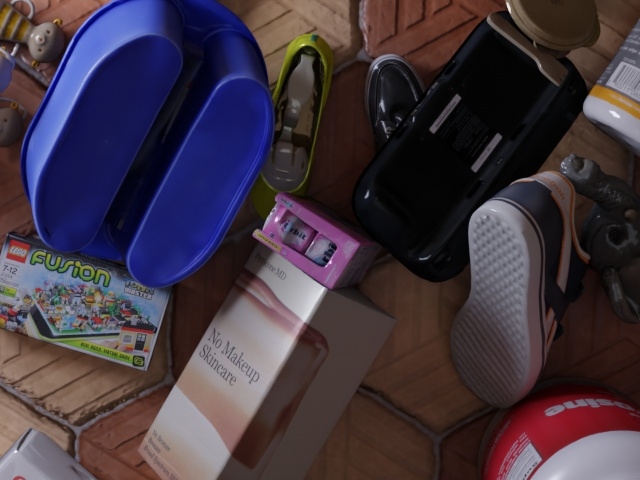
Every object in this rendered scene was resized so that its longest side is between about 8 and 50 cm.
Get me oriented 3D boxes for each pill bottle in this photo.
[{"bbox_3d":[0.310,0.299,1.499,0.229,0.407,0.229,0,97,-2],"label":"pill bottle"},{"bbox_3d":[0.440,-0.221,1.567,0.162,0.162,0.278,33,94,-5],"label":"pill bottle"}]

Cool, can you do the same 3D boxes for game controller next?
[{"bbox_3d":[0.175,-0.111,1.584,0.166,0.067,0.319,40,79,-10],"label":"game controller"}]

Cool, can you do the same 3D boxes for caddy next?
[{"bbox_3d":[-0.197,-0.116,1.553,0.241,0.179,0.341,24,106,-20],"label":"caddy"}]

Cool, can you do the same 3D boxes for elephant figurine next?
[{"bbox_3d":[0.373,0.010,1.599,0.240,0.169,0.185,3,82,-8],"label":"elephant figurine"}]

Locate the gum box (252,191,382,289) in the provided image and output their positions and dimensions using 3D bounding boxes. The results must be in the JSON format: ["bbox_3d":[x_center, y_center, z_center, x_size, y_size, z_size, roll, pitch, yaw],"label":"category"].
[{"bbox_3d":[0.000,0.000,1.555,0.107,0.188,0.062,33,96,9],"label":"gum box"}]

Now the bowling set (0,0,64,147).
[{"bbox_3d":[-0.417,-0.149,1.539,0.154,0.200,0.287,26,99,-7],"label":"bowling set"}]

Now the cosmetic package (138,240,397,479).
[{"bbox_3d":[-0.064,0.169,1.584,0.129,0.153,0.296,26,95,-42],"label":"cosmetic package"}]

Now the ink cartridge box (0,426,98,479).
[{"bbox_3d":[-0.371,0.393,1.637,0.198,0.115,0.273,43,94,-6],"label":"ink cartridge box"}]

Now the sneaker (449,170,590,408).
[{"bbox_3d":[0.237,0.060,1.577,0.126,0.321,0.127,35,54,27],"label":"sneaker"}]

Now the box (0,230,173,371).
[{"bbox_3d":[-0.290,0.073,1.643,0.207,0.036,0.114,17,96,-3],"label":"box"}]

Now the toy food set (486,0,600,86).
[{"bbox_3d":[0.268,-0.268,1.592,0.132,0.038,0.192,40,58,-3],"label":"toy food set"}]

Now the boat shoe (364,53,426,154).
[{"bbox_3d":[0.098,-0.106,1.613,0.080,0.076,0.228,-5,97,-1],"label":"boat shoe"}]

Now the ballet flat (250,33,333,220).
[{"bbox_3d":[-0.036,-0.131,1.606,0.077,0.077,0.230,14,96,-4],"label":"ballet flat"}]
